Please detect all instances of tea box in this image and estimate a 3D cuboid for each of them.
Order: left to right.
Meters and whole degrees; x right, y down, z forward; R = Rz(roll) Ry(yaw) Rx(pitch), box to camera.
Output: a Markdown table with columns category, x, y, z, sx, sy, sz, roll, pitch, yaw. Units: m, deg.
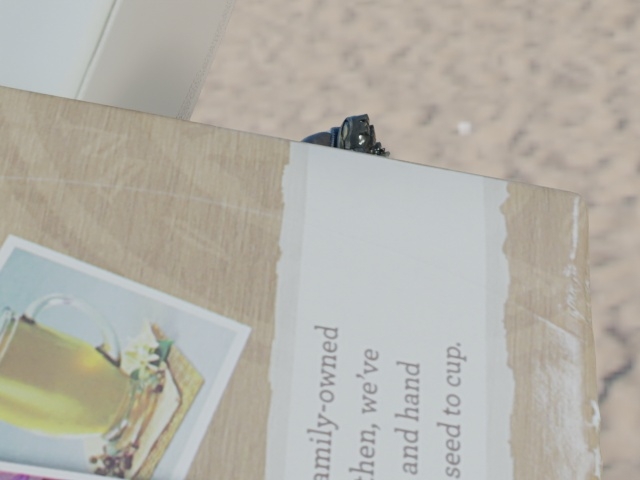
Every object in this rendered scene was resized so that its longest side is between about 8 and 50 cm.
| category | x | y | z | sx | sy | sz | roll | pitch | yaw |
| --- | --- | --- | --- | --- | --- | --- | --- | --- | --- |
| tea box | -0.073 | 0.187 | 0.465 | 0.219 | 0.324 | 0.329 | 10 | 51 | -7 |

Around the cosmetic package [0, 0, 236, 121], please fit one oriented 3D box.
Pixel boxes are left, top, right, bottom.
| category | x | y | z | sx | sy | sz | roll | pitch | yaw |
| --- | --- | --- | --- | --- | --- | --- | --- | --- | --- |
| cosmetic package | -0.110 | -0.127 | 0.662 | 0.155 | 0.197 | 0.365 | 21 | -2 | 0 |

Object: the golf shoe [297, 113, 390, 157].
| category | x | y | z | sx | sy | sz | roll | pitch | yaw |
| --- | --- | --- | --- | --- | --- | --- | --- | --- | --- |
| golf shoe | 0.000 | 0.000 | 1.199 | 0.093 | 0.077 | 0.198 | -12 | 39 | 14 |
